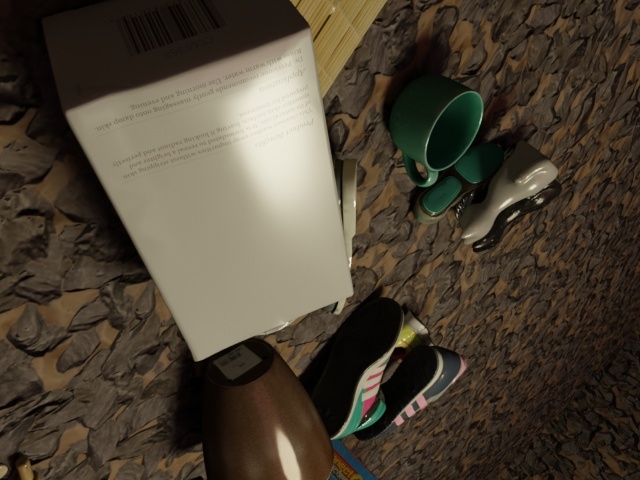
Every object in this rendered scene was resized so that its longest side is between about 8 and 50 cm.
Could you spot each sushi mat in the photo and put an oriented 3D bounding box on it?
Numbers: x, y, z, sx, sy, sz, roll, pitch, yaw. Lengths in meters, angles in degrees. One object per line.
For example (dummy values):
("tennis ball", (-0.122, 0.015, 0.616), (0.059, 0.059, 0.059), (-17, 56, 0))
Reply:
("sushi mat", (0.013, -0.279, 0.782), (0.316, 0.019, 0.151), (-56, 145, 5))

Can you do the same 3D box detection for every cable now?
("cable", (0.329, -0.118, 1.289), (0.151, 0.047, 0.184), (12, 115, -48))

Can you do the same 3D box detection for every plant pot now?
("plant pot", (-0.103, 0.275, 1.024), (0.215, 0.215, 0.230), (-30, 126, -28))

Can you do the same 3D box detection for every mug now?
("mug", (0.159, -0.173, 0.982), (0.157, 0.097, 0.129), (-55, 147, 6))

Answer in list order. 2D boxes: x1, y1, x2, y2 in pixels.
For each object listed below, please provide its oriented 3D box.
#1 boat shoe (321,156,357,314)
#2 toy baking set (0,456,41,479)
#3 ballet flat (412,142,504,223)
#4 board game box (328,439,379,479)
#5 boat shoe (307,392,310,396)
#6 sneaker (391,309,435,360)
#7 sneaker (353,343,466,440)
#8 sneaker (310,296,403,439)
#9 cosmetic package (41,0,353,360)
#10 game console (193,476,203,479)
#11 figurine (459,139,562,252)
("boat shoe", (0.000, 0.000, 0.988), (0.099, 0.116, 0.319), (3, 140, 0))
("toy baking set", (-0.448, 0.358, 0.822), (0.197, 0.030, 0.256), (-20, 135, -38))
("ballet flat", (0.250, -0.106, 1.194), (0.213, 0.072, 0.068), (-38, 171, -18))
("board game box", (0.110, 0.581, 1.441), (0.086, 0.302, 0.308), (-43, 146, -13))
("boat shoe", (-0.052, 0.354, 1.280), (0.056, 0.048, 0.153), (-12, 124, -28))
("sneaker", (0.196, 0.232, 1.430), (0.094, 0.081, 0.208), (-38, 139, -5))
("sneaker", (0.194, 0.345, 1.417), (0.131, 0.112, 0.319), (11, 135, -36))
("sneaker", (0.088, 0.262, 1.285), (0.295, 0.124, 0.178), (-59, 156, -7))
("cosmetic package", (-0.103, -0.060, 0.686), (0.217, 0.156, 0.385), (-21, 141, -10))
("game console", (-0.252, 0.500, 1.151), (0.071, 0.107, 0.122), (14, 112, -23))
("figurine", (0.345, -0.066, 1.216), (0.209, 0.092, 0.215), (-48, 158, 10))
